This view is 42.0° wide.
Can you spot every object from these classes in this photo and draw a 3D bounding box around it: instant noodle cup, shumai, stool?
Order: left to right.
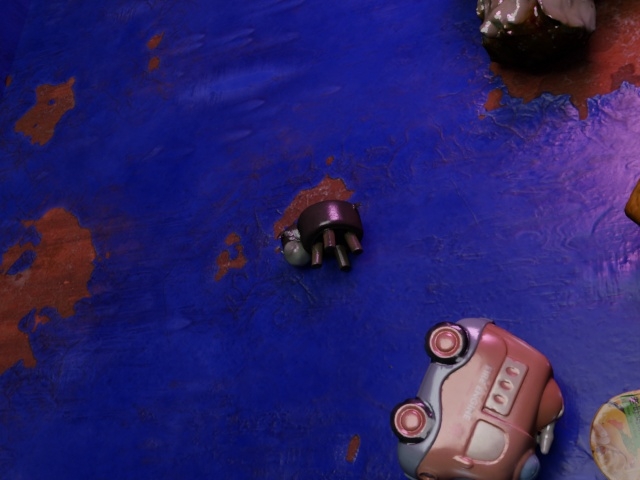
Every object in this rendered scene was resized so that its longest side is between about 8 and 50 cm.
[{"bbox_3d":[0.000,0.000,1.658,0.217,0.125,0.121,-26,56,28],"label":"stool"},{"bbox_3d":[0.399,-0.502,1.591,0.398,0.324,0.323,9,84,38],"label":"shumai"},{"bbox_3d":[0.481,0.305,1.215,0.152,0.122,0.151,-15,57,24],"label":"instant noodle cup"}]

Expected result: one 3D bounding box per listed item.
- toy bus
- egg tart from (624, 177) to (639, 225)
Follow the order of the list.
[{"bbox_3d":[0.259,0.275,1.331,0.232,0.194,0.287,19,75,23],"label":"toy bus"},{"bbox_3d":[0.586,-0.066,1.308,0.170,0.215,0.215,-52,51,14],"label":"egg tart"}]
